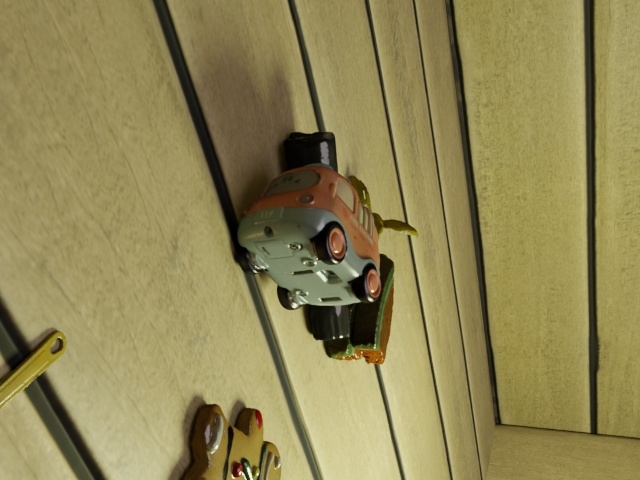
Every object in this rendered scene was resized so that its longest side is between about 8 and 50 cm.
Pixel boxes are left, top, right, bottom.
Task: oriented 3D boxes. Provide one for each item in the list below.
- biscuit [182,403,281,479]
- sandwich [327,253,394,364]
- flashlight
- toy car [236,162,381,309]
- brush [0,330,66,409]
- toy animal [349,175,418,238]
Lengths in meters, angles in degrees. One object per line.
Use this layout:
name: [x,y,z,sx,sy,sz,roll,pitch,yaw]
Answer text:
biscuit: [-0.127,0.363,1.173,0.301,0.049,0.196,50,48,-60]
sandwich: [0.105,0.171,1.652,0.292,0.109,0.212,-56,141,-54]
flashlight: [0.000,0.000,1.424,0.103,0.103,0.423,-47,135,-59]
toy car: [-0.004,-0.015,1.248,0.270,0.181,0.212,46,46,-43]
brush: [-0.318,0.153,0.737,0.205,0.011,0.083,-52,137,-57]
toy animal: [0.122,-0.027,1.692,0.219,0.095,0.155,34,50,-18]
